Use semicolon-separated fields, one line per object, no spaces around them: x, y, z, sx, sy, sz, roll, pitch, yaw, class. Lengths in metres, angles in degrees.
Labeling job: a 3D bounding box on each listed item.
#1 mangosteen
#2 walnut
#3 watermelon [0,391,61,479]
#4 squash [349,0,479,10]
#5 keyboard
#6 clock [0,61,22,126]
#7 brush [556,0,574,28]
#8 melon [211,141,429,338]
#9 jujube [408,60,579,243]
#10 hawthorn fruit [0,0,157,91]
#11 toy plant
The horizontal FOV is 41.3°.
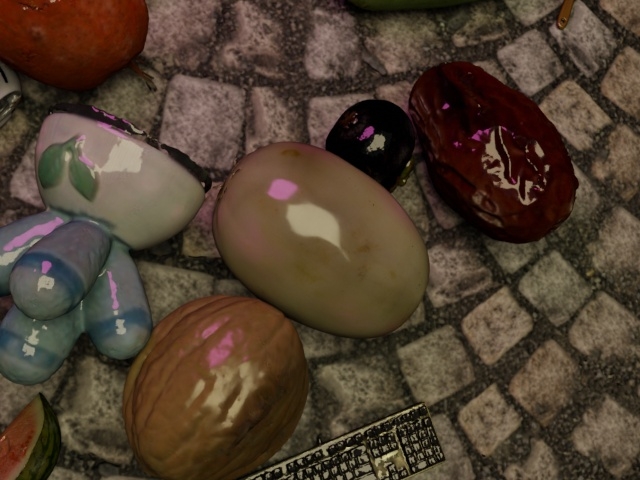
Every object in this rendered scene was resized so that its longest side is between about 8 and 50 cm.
0.084;-0.130;1.237;0.151;0.137;0.137;42;72;-39;mangosteen
-0.133;0.192;1.079;0.225;0.225;0.261;40;81;-4;walnut
-0.380;0.292;1.103;0.163;0.087;0.069;-55;132;-12;watermelon
0.199;-0.414;1.306;0.371;0.118;0.118;-6;82;-16;squash
0.022;0.324;1.192;0.317;0.027;0.106;-20;86;-14;keyboard
-0.472;-0.177;1.118;0.080;0.117;0.176;44;74;-3;clock
0.421;-0.424;1.407;0.043;0.014;0.169;22;78;-6;brush
0.000;0.000;1.138;0.317;0.223;0.223;33;76;-9;melon
0.248;-0.131;1.233;0.197;0.197;0.290;-30;72;-15;jujube
-0.324;-0.291;1.131;0.299;0.211;0.211;39;73;-35;hawthorn fruit
-0.303;0.023;1.058;0.247;0.247;0.332;26;74;-7;toy plant
